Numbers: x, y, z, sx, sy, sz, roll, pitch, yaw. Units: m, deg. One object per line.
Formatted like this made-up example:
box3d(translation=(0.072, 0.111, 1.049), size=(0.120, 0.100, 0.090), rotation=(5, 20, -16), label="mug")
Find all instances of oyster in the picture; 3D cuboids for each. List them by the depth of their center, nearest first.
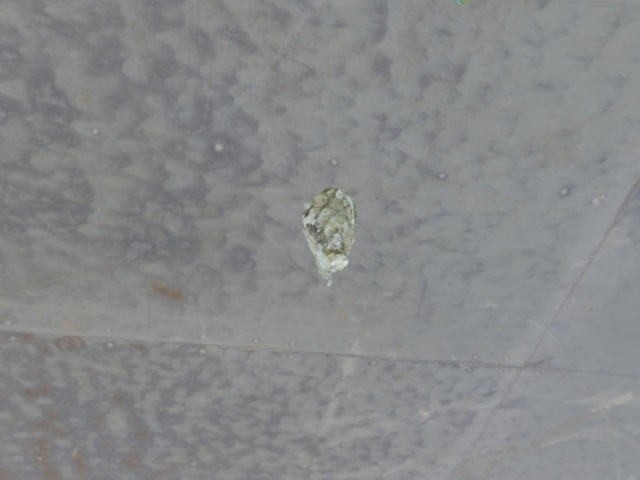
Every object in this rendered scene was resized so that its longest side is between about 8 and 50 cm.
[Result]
box3d(translation=(0.000, 0.001, 0.463), size=(0.037, 0.098, 0.100), rotation=(7, 149, -12), label="oyster")

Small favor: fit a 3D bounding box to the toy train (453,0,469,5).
box3d(translation=(0.077, -0.212, 0.357), size=(0.122, 0.050, 0.081), rotation=(41, 117, 6), label="toy train")
